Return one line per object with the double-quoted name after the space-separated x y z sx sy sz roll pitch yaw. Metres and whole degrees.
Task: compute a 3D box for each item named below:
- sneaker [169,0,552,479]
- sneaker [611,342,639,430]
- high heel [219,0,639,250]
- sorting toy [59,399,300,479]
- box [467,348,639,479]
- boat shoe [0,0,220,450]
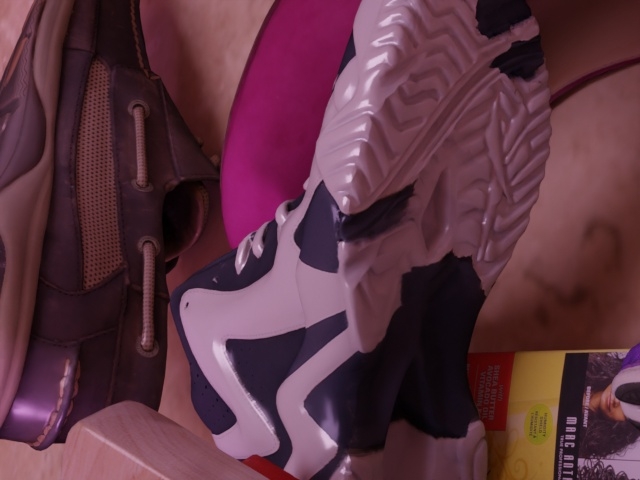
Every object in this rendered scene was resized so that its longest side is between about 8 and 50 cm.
0.000 0.000 0.618 0.153 0.094 0.235 21 115 51 "sneaker"
0.172 0.022 0.497 0.170 0.068 0.071 -19 46 20 "sneaker"
0.085 -0.063 0.619 0.377 0.127 0.181 -53 49 38 "high heel"
0.027 0.204 0.520 0.255 0.089 0.257 27 120 27 "sorting toy"
0.074 0.086 0.636 0.232 0.058 0.087 -6 76 54 "box"
-0.128 -0.022 0.900 0.355 0.130 0.132 -86 23 -43 "boat shoe"
